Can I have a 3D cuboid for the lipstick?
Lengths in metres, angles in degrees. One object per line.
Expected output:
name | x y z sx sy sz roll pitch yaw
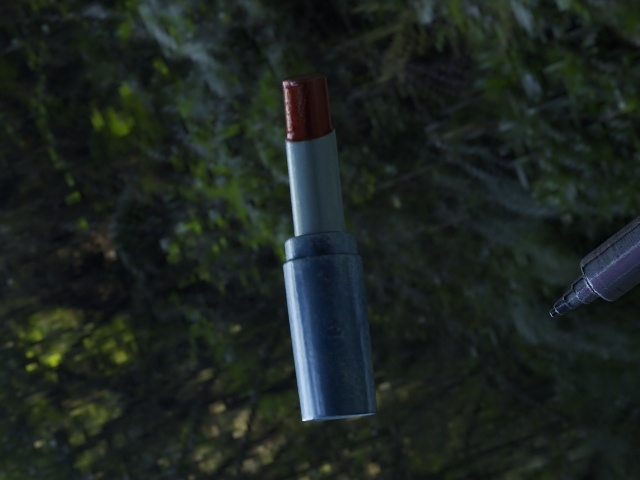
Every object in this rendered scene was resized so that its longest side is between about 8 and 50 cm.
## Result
lipstick | 0.000 0.000 1.162 0.068 0.061 0.274 28 -125 -75

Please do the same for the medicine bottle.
medicine bottle | 0.318 0.023 1.586 0.058 0.199 0.057 37 -151 -24
